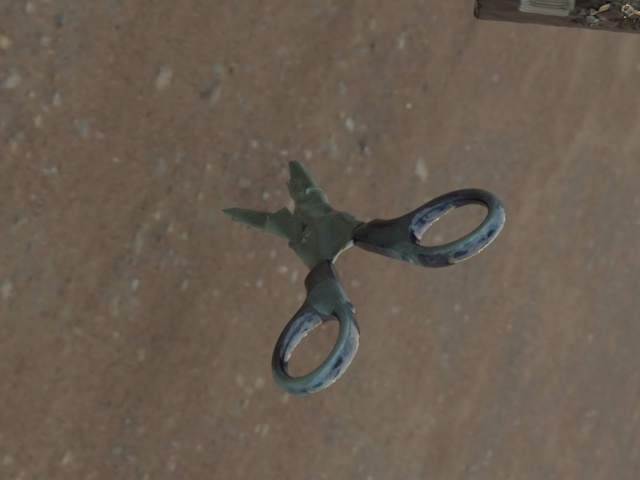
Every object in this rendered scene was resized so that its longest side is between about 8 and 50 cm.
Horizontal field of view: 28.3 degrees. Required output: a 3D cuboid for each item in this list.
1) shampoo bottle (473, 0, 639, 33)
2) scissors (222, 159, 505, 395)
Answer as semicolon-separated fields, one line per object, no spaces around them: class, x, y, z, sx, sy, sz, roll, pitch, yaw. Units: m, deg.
shampoo bottle;0.218;-0.110;0.499;0.098;0.310;0.071;73;24;-80
scissors;0.000;0.000;1.243;0.256;0.383;0.029;-42;120;-7
